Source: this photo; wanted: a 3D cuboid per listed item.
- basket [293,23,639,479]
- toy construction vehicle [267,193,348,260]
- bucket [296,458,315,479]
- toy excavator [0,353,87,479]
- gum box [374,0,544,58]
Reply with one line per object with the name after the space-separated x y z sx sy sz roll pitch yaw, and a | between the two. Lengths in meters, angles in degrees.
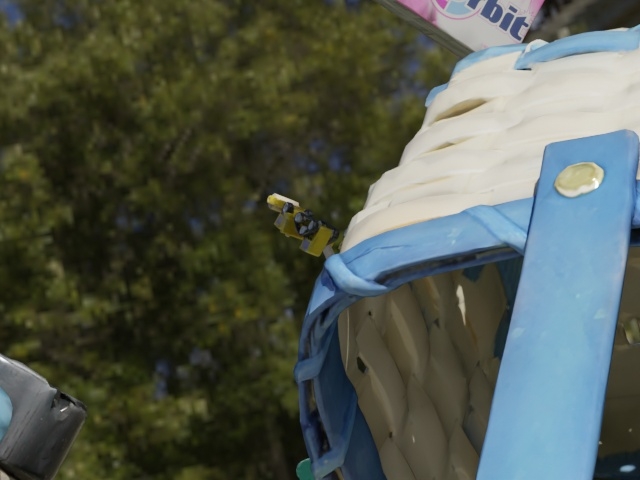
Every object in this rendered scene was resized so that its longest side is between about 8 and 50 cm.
0.100 0.080 0.463 0.201 0.289 0.255 -5 -49 24 | basket
0.000 0.000 1.300 0.086 0.035 0.098 21 6 -32 | toy construction vehicle
0.064 0.274 1.005 0.183 0.281 0.281 15 -33 -21 | bucket
-0.305 0.090 0.851 0.433 0.222 0.445 20 -16 38 | toy excavator
0.127 -0.262 1.712 0.188 0.107 0.062 30 -4 -22 | gum box
